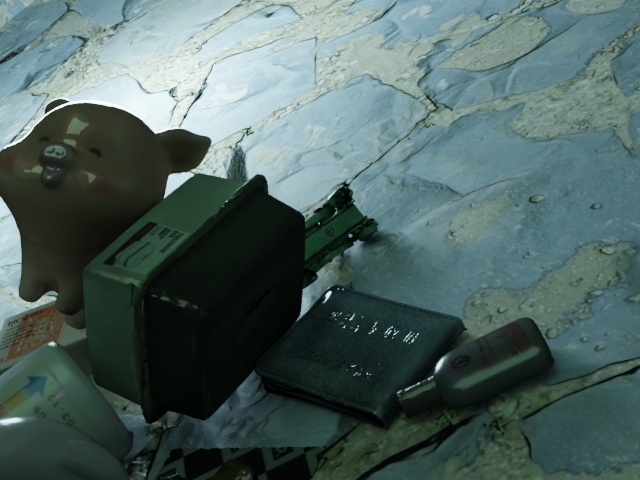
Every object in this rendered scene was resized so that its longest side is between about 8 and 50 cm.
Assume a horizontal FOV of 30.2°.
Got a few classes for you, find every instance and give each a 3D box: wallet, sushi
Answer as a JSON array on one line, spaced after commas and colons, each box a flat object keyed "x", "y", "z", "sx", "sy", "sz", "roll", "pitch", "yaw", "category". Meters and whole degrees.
[{"x": 0.040, "y": 0.128, "z": 1.372, "sx": 0.222, "sy": 0.036, "sz": 0.167, "roll": 11, "pitch": 48, "yaw": 48, "category": "wallet"}, {"x": -0.134, "y": 0.290, "z": 1.256, "sx": 0.219, "sy": 0.047, "sz": 0.231, "roll": -8, "pitch": 36, "yaw": 32, "category": "sushi"}]

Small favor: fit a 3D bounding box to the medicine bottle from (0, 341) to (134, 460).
[{"x": -0.377, "y": 0.264, "z": 1.377, "sx": 0.293, "sy": 0.170, "sz": 0.170, "roll": -37, "pitch": 31, "yaw": -17, "category": "medicine bottle"}]

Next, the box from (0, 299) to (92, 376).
[{"x": -0.364, "y": 0.140, "z": 1.674, "sx": 0.201, "sy": 0.058, "sz": 0.141, "roll": -20, "pitch": 31, "yaw": 16, "category": "box"}]

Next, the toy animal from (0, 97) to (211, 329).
[{"x": -0.280, "y": -0.028, "z": 1.508, "sx": 0.237, "sy": 0.326, "sz": 0.269, "roll": 12, "pitch": 71, "yaw": 16, "category": "toy animal"}]

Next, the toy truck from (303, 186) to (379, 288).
[{"x": -0.001, "y": 0.001, "z": 1.580, "sx": 0.154, "sy": 0.080, "sz": 0.078, "roll": -38, "pitch": -4, "yaw": -23, "category": "toy truck"}]

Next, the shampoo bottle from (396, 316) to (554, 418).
[{"x": 0.160, "y": 0.139, "z": 1.249, "sx": 0.165, "sy": 0.040, "sz": 0.080, "roll": -25, "pitch": 32, "yaw": 4, "category": "shampoo bottle"}]

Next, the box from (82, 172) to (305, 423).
[{"x": -0.142, "y": 0.063, "z": 1.414, "sx": 0.166, "sy": 0.220, "sz": 0.290, "roll": 19, "pitch": 39, "yaw": 21, "category": "box"}]

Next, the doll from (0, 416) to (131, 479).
[{"x": -0.282, "y": 0.303, "z": 1.154, "sx": 0.221, "sy": 0.251, "sz": 0.221, "roll": -21, "pitch": 28, "yaw": 12, "category": "doll"}]
